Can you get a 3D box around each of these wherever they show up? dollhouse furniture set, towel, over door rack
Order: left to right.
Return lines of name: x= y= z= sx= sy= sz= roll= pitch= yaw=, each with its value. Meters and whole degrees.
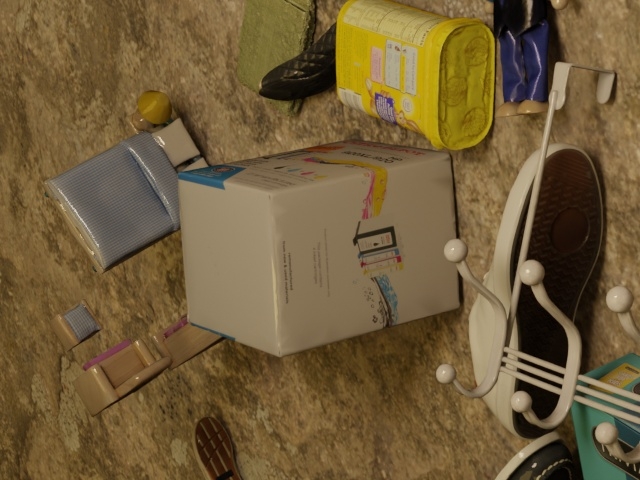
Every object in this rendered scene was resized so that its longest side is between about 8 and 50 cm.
dollhouse furniture set: x=-0.194 y=-0.014 z=2.065 sx=0.303 sy=0.286 sz=0.198 roll=58 pitch=143 yaw=3
towel: x=-0.049 y=-0.221 z=2.011 sx=0.110 sy=0.027 sz=0.148 roll=38 pitch=131 yaw=39
over door rack: x=0.223 y=-0.002 z=1.516 sx=0.239 sy=0.108 sz=0.324 roll=18 pitch=87 yaw=56

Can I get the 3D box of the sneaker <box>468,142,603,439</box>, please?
sneaker: x=0.186 y=0.036 z=1.718 sx=0.123 sy=0.106 sz=0.290 roll=40 pitch=127 yaw=57

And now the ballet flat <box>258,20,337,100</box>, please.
ballet flat: x=-0.004 y=-0.192 z=1.936 sx=0.173 sy=0.057 sz=0.049 roll=-25 pitch=60 yaw=42

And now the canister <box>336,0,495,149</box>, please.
canister: x=0.090 y=-0.171 z=1.798 sx=0.170 sy=0.073 sz=0.126 roll=26 pitch=123 yaw=49

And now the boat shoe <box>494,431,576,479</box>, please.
boat shoe: x=0.212 y=0.314 z=1.793 sx=0.091 sy=0.114 sz=0.302 roll=47 pitch=149 yaw=34

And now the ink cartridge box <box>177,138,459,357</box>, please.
ink cartridge box: x=0.000 y=0.000 z=1.849 sx=0.171 sy=0.233 sz=0.168 roll=14 pitch=112 yaw=52

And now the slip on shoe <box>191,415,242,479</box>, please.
slip on shoe: x=-0.129 y=0.291 z=2.306 sx=0.135 sy=0.051 sz=0.041 roll=63 pitch=156 yaw=5

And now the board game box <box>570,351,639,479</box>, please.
board game box: x=0.336 y=0.293 z=1.539 sx=0.254 sy=0.079 sz=0.336 roll=31 pitch=139 yaw=57

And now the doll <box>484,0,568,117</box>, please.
doll: x=0.186 y=-0.211 z=1.672 sx=0.129 sy=0.046 sz=0.189 roll=-1 pitch=96 yaw=64
